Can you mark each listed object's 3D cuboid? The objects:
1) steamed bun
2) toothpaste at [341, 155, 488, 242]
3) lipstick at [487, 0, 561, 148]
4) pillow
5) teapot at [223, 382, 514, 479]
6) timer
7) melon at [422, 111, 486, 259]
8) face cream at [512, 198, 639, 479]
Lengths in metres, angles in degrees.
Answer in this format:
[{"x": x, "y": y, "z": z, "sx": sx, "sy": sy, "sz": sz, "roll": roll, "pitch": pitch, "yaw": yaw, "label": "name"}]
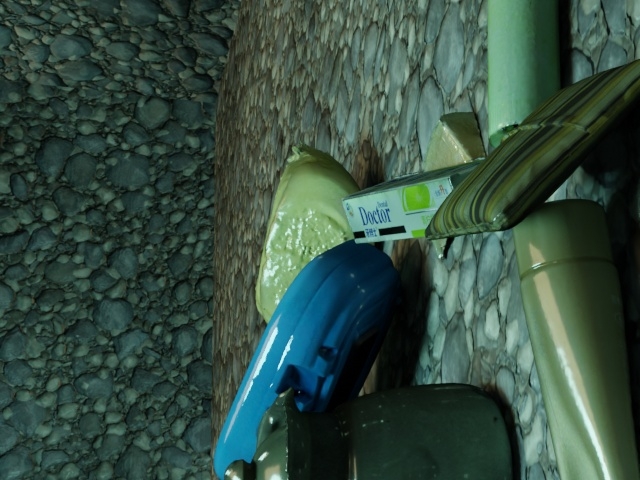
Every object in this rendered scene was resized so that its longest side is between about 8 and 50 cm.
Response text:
[{"x": 0.000, "y": 0.000, "z": 2.070, "sx": 0.232, "sy": 0.166, "sz": 0.273, "roll": -79, "pitch": 2, "yaw": -80, "label": "steamed bun"}, {"x": 0.122, "y": -0.044, "z": 1.554, "sx": 0.067, "sy": 0.081, "sz": 0.336, "roll": 71, "pitch": 162, "yaw": -4, "label": "toothpaste"}, {"x": 0.204, "y": -0.235, "z": 1.371, "sx": 0.076, "sy": 0.076, "sz": 0.304, "roll": 128, "pitch": 145, "yaw": -70, "label": "lipstick"}, {"x": 0.190, "y": -0.078, "z": 1.181, "sx": 0.208, "sy": 0.052, "sz": 0.212, "roll": -45, "pitch": 5, "yaw": -11, "label": "pillow"}, {"x": 0.032, "y": 0.289, "z": 1.452, "sx": 0.223, "sy": 0.285, "sz": 0.305, "roll": -104, "pitch": 23, "yaw": -59, "label": "teapot"}, {"x": -0.010, "y": 0.171, "z": 1.804, "sx": 0.340, "sy": 0.115, "sz": 0.309, "roll": -66, "pitch": -15, "yaw": 17, "label": "timer"}, {"x": 0.155, "y": -0.063, "z": 1.642, "sx": 0.182, "sy": 0.054, "sz": 0.098, "roll": 108, "pitch": 148, "yaw": -50, "label": "melon"}, {"x": 0.223, "y": 0.136, "z": 1.125, "sx": 0.137, "sy": 0.084, "sz": 0.341, "roll": 117, "pitch": 149, "yaw": -68, "label": "face cream"}]
